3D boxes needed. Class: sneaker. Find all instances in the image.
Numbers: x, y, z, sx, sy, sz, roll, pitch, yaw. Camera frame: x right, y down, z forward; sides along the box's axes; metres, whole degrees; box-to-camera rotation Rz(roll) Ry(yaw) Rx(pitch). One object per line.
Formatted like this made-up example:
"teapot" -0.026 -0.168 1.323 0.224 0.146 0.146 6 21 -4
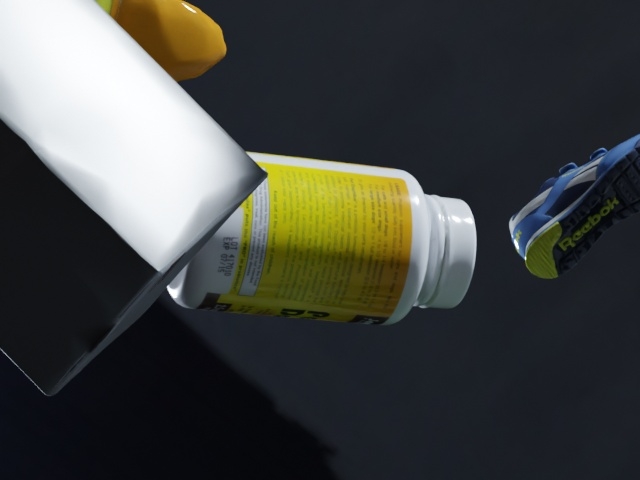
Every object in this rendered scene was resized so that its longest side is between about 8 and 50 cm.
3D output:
"sneaker" 0.196 -0.036 1.248 0.144 0.053 0.059 -36 33 -2

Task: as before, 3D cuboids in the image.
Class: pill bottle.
"pill bottle" 0.000 0.000 1.253 0.117 0.215 0.117 -174 90 -73

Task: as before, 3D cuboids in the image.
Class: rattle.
"rattle" -0.186 -0.142 1.191 0.143 0.130 0.200 -7 -13 -40

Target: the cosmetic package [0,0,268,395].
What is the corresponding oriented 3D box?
"cosmetic package" -0.156 -0.059 0.793 0.127 0.238 0.107 -42 5 44
